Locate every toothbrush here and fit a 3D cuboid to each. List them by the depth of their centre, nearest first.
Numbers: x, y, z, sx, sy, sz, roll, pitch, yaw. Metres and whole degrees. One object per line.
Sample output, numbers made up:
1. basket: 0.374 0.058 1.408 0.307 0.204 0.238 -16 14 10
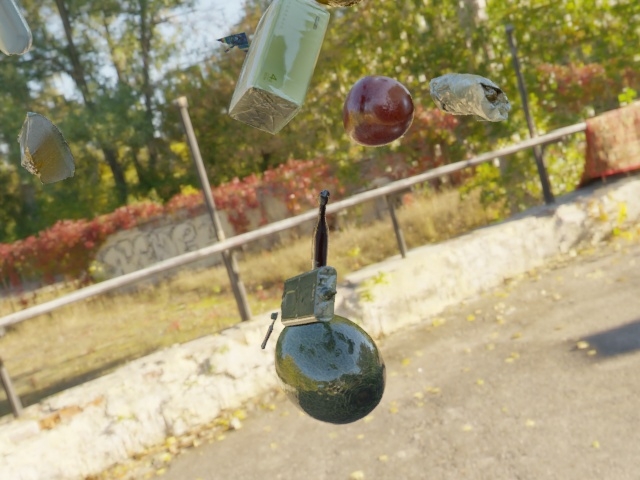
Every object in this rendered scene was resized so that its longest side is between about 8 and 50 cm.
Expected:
1. toothbrush: -0.001 0.001 1.777 0.040 0.041 0.364 -17 -30 -12
2. toothbrush: -0.133 0.234 2.077 0.017 0.014 0.194 -3 -33 -16

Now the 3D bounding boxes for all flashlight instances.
1. flashlight: -0.467 -0.359 1.132 0.093 0.201 0.047 3 37 34

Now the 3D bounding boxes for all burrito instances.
1. burrito: 0.312 -0.305 1.715 0.076 0.117 0.392 -40 13 2

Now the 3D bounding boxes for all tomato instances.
1. tomato: 0.123 -0.292 1.830 0.167 0.167 0.167 -15 9 2

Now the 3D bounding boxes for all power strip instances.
1. power strip: -0.018 0.099 1.380 0.034 0.092 0.268 8 -11 -17

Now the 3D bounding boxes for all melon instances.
1. melon: 0.018 0.291 1.855 0.237 0.238 0.301 -20 30 -25
2. melon: -0.663 -0.219 1.856 0.139 0.203 0.093 21 54 29

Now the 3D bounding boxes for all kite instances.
1. kite: -0.231 -0.543 2.196 0.122 0.004 0.090 30 65 20

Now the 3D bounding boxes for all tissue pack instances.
1. tissue pack: -0.082 -0.355 1.607 0.125 0.234 0.159 22 -22 -19

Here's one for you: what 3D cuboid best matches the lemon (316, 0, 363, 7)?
1. lemon: 0.030 -0.483 1.322 0.186 0.187 0.244 -13 4 16
